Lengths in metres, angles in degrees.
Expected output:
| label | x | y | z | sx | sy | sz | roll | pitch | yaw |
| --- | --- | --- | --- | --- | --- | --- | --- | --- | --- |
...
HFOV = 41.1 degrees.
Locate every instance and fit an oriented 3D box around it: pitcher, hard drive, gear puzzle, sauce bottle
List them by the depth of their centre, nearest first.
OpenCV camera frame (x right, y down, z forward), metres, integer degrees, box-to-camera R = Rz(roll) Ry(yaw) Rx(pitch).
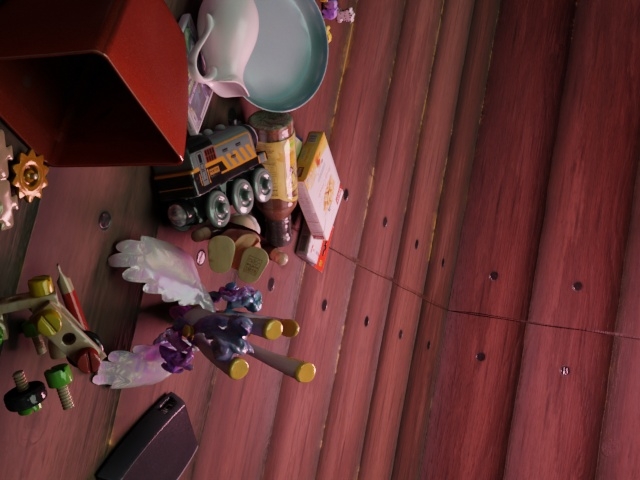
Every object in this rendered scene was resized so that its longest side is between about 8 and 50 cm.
| label | x | y | z | sx | sy | sz | roll | pitch | yaw |
| --- | --- | --- | --- | --- | --- | --- | --- | --- | --- |
| gear puzzle | -0.534 | -0.086 | 1.279 | 0.339 | 0.044 | 0.175 | -30 | 123 | -61 |
| pitcher | -0.203 | -0.407 | 1.727 | 0.178 | 0.126 | 0.207 | 6 | 88 | -65 |
| hard drive | -0.346 | 0.453 | 1.760 | 0.254 | 0.054 | 0.172 | -49 | 138 | -48 |
| sauce bottle | -0.108 | -0.141 | 2.027 | 0.111 | 0.111 | 0.344 | -53 | 150 | -45 |

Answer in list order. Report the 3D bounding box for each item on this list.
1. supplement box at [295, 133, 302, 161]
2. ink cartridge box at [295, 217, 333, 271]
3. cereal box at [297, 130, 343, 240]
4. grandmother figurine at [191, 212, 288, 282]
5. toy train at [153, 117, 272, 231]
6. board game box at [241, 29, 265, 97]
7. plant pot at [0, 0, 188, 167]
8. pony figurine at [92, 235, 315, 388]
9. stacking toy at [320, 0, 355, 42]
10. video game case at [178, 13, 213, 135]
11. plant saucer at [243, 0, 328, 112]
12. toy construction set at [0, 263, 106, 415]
| label | x | y | z | sx | sy | sz | roll | pitch | yaw |
| --- | --- | --- | --- | --- | --- | --- | --- | --- | --- |
| supplement box | -0.093 | -0.226 | 2.105 | 0.083 | 0.056 | 0.083 | 33 | 67 | -61 |
| ink cartridge box | 0.000 | 0.000 | 2.360 | 0.179 | 0.045 | 0.145 | 37 | 64 | -57 |
| cereal box | -0.005 | -0.139 | 2.205 | 0.240 | 0.047 | 0.173 | 68 | 33 | -49 |
| grandmother figurine | -0.167 | 0.003 | 1.812 | 0.104 | 0.208 | 0.342 | -61 | -168 | 8 |
| toy train | -0.220 | -0.142 | 1.796 | 0.334 | 0.142 | 0.190 | -37 | 118 | -56 |
| board game box | -0.127 | -0.401 | 2.007 | 0.141 | 0.048 | 0.170 | 19 | 79 | -64 |
| plant pot | -0.355 | -0.288 | 1.349 | 0.267 | 0.267 | 0.235 | 61 | 36 | -54 |
| pony figurine | -0.233 | 0.172 | 1.671 | 0.351 | 0.364 | 0.302 | 12 | 92 | -48 |
| stacking toy | 0.023 | -0.648 | 2.245 | 0.167 | 0.052 | 0.221 | -51 | 138 | -48 |
| video game case | -0.263 | -0.335 | 1.720 | 0.190 | 0.022 | 0.173 | -80 | 159 | -47 |
| plant saucer | -0.114 | -0.447 | 1.926 | 0.318 | 0.044 | 0.317 | -1 | 92 | -41 |
| toy construction set | -0.466 | 0.104 | 1.298 | 0.309 | 0.258 | 0.237 | -67 | 143 | -72 |
